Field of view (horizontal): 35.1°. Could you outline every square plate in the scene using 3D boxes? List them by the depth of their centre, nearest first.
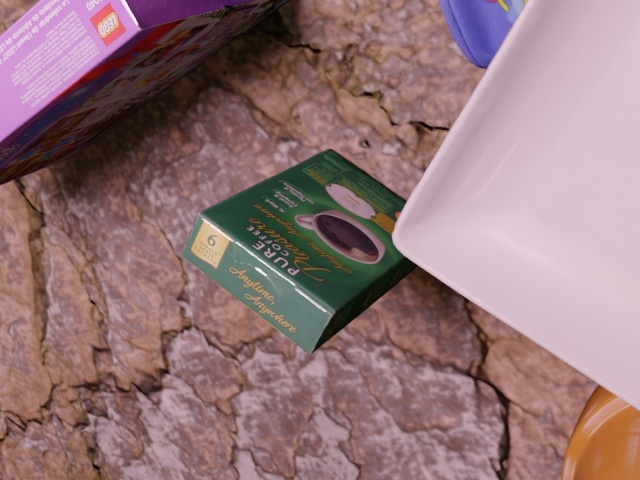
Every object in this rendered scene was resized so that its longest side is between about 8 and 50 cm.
[{"bbox_3d":[0.252,-0.036,0.499,0.347,0.049,0.344,34,125,9],"label":"square plate"}]

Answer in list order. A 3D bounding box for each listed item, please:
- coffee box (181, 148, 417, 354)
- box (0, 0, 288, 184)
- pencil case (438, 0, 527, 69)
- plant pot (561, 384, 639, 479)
[{"bbox_3d":[0.000,0.000,0.702,0.113,0.184,0.040,36,121,12],"label":"coffee box"},{"bbox_3d":[-0.178,-0.120,0.744,0.293,0.201,0.057,-28,94,33],"label":"box"},{"bbox_3d":[0.216,-0.164,0.561,0.306,0.119,0.133,-1,132,29],"label":"pencil case"},{"bbox_3d":[0.242,0.195,0.643,0.205,0.188,0.205,11,114,25],"label":"plant pot"}]
